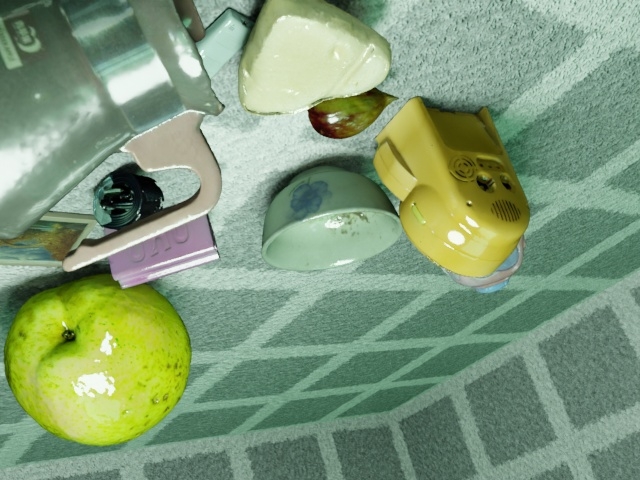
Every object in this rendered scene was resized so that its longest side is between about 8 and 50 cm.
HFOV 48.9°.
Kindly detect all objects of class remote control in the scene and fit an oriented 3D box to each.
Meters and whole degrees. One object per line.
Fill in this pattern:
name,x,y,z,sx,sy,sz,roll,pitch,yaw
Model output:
remote control,-0.162,-0.265,1.022,0.162,0.029,0.061,-34,152,30

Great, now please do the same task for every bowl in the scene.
bowl,0.011,-0.057,1.408,0.289,0.146,0.289,-10,158,-4

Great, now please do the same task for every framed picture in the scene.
framed picture,-0.562,-0.004,1.297,0.249,0.016,0.184,6,145,-40

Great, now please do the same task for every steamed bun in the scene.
steamed bun,-0.009,-0.276,1.015,0.212,0.111,0.231,2,154,-22

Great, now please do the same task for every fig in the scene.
fig,0.054,-0.225,1.162,0.154,0.103,0.109,-12,177,5

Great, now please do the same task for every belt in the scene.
belt,-0.335,-0.066,1.213,0.139,0.105,0.058,-4,170,35

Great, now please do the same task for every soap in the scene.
soap,-0.306,0.006,1.364,0.203,0.122,0.065,-17,155,-5

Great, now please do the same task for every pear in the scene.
pear,-0.470,0.241,1.471,0.390,0.391,0.391,-15,155,-7

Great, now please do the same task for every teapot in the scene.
teapot,-0.291,-0.160,0.798,0.361,0.376,0.305,-25,-163,-1

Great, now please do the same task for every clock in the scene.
clock,0.256,-0.091,1.322,0.244,0.317,0.200,-1,143,-31

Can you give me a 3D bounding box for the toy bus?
toy bus,0.342,-0.004,1.578,0.197,0.232,0.294,-19,-168,-6
